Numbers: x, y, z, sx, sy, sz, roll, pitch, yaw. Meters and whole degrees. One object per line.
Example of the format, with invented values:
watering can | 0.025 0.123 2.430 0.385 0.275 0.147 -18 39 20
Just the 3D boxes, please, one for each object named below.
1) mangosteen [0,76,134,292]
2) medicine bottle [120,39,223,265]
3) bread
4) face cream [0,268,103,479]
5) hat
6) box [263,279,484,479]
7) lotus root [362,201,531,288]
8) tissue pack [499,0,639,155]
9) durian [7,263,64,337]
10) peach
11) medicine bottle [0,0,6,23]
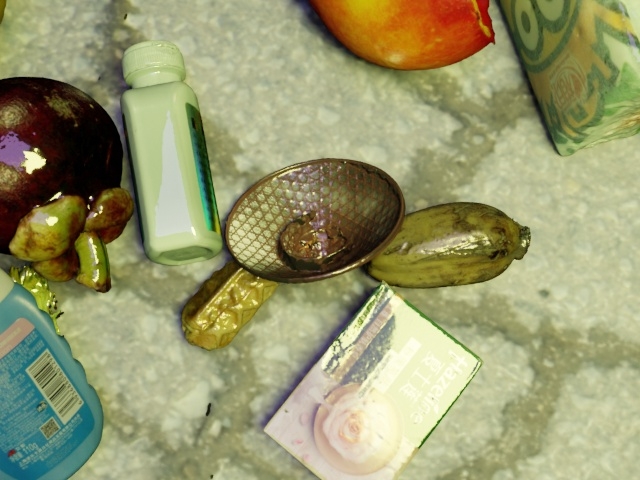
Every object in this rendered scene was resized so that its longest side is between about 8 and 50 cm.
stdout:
mangosteen | -0.271 -0.051 0.765 0.194 0.194 0.230 -39 81 -6
medicine bottle | -0.161 -0.094 0.809 0.083 0.121 0.229 -10 81 -1
bread | -0.102 0.068 0.816 0.066 0.060 0.110 40 86 19
face cream | -0.315 0.122 0.724 0.149 0.083 0.264 -40 121 -30
hat | 0.000 0.000 0.821 0.193 0.082 0.193 -9 41 8
box | 0.053 0.159 0.792 0.135 0.081 0.199 38 84 6
lotus root | 0.132 0.005 0.815 0.179 0.089 0.080 -6 39 3
tissue pack | 0.276 -0.268 0.787 0.128 0.228 0.311 -17 82 -4
durian | -0.420 0.169 0.754 0.198 0.163 0.394 43 77 4
peach | 0.096 -0.286 0.809 0.226 0.190 0.196 28 73 11
medicine bottle | -0.446 -0.258 0.783 0.224 0.224 0.384 22 82 3
